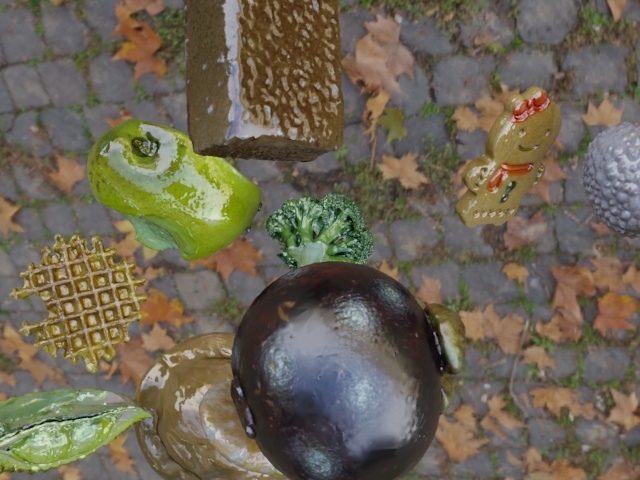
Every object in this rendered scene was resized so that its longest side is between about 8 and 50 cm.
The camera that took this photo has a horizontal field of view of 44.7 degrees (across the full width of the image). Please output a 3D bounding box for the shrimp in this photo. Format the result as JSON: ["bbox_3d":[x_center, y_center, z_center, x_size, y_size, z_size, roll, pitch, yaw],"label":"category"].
[{"bbox_3d":[-0.056,0.315,1.272,0.317,0.168,0.077,23,123,-27],"label":"shrimp"}]

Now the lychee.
[{"bbox_3d":[0.443,-0.095,1.068,0.165,0.197,0.165,21,166,5],"label":"lychee"}]

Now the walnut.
[{"bbox_3d":[-0.208,0.398,1.722,0.383,0.384,0.384,9,126,13],"label":"walnut"}]

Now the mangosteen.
[{"bbox_3d":[0.035,0.156,0.925,0.288,0.288,0.288,9,126,13],"label":"mangosteen"}]

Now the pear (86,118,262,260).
[{"bbox_3d":[-0.299,-0.096,1.446,0.286,0.176,0.282,11,158,32],"label":"pear"}]

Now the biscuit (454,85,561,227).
[{"bbox_3d":[0.277,-0.114,1.115,0.036,0.166,0.226,49,128,40],"label":"biscuit"}]

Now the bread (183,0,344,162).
[{"bbox_3d":[-0.065,-0.294,0.863,0.113,0.165,0.417,-12,77,52],"label":"bread"}]

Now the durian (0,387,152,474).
[{"bbox_3d":[-0.513,0.343,1.473,0.169,0.351,0.158,-44,60,47],"label":"durian"}]

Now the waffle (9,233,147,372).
[{"bbox_3d":[-0.442,0.108,1.437,0.228,0.232,0.051,34,161,-9],"label":"waffle"}]

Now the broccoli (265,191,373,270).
[{"bbox_3d":[0.000,0.000,1.402,0.195,0.156,0.195,4,102,21],"label":"broccoli"}]
